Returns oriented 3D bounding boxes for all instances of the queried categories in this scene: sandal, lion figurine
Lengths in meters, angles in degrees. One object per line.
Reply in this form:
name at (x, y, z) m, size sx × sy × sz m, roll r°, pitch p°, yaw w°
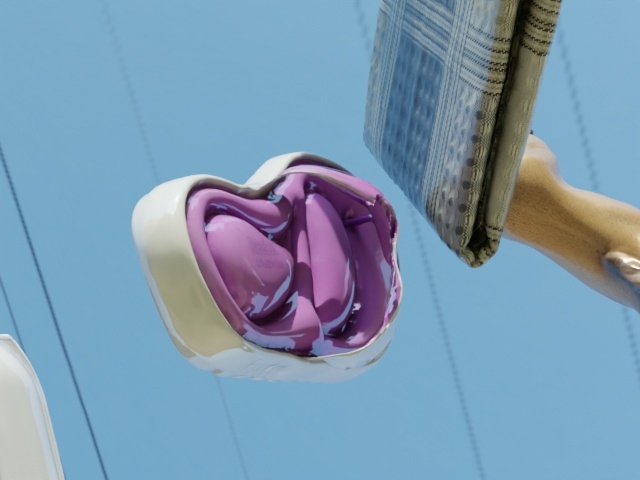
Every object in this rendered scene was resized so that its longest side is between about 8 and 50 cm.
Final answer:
sandal at (0.006, 0.015, 1.176) m, size 0.102 × 0.416 × 0.169 m, roll -21°, pitch -90°, yaw 19°
lion figurine at (0.248, -0.006, 1.531) m, size 0.392 × 0.240 × 0.142 m, roll 19°, pitch -80°, yaw 20°

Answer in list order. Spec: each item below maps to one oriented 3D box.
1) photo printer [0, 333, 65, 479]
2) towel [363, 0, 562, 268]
photo printer at (-0.288, 0.223, 1.206) m, size 0.256 × 0.107 × 0.308 m, roll -25°, pitch -116°, yaw 17°
towel at (0.110, -0.180, 1.332) m, size 0.056 × 0.312 × 0.324 m, roll 5°, pitch -72°, yaw -14°
